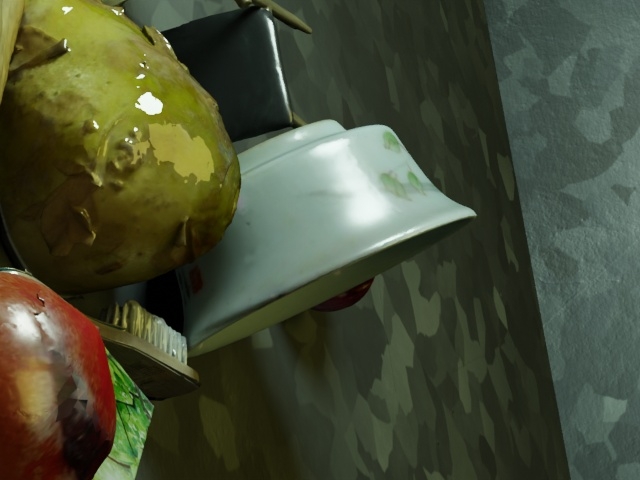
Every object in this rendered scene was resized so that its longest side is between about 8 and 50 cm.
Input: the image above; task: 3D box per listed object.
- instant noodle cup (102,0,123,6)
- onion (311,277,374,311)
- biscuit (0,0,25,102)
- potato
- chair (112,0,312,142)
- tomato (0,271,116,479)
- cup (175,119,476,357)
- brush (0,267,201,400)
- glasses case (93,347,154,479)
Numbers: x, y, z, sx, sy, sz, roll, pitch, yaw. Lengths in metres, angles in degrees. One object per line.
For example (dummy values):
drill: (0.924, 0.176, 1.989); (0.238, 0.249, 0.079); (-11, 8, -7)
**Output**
instant noodle cup: (-0.211, -0.430, 1.574); (0.308, 0.294, 0.294); (58, 26, -24)
onion: (0.010, 0.003, 2.004); (0.177, 0.153, 0.177); (-14, 90, -87)
biscuit: (-0.299, -0.226, 1.213); (0.429, 0.104, 0.446); (93, -1, -53)
potato: (-0.181, -0.105, 1.503); (0.246, 0.196, 0.300); (31, 47, -65)
chair: (-0.117, -0.179, 1.737); (0.272, 0.188, 0.166); (32, 47, -67)
tomato: (-0.246, 0.126, 1.178); (0.208, 0.184, 0.208); (-16, 90, -70)
cup: (-0.023, -0.020, 1.685); (0.163, 0.347, 0.347); (65, 20, 5)
brush: (-0.211, 0.075, 1.477); (0.327, 0.070, 0.065); (38, 44, -57)
glasses case: (-0.216, 0.220, 1.376); (0.095, 0.062, 0.272); (56, 27, -31)
